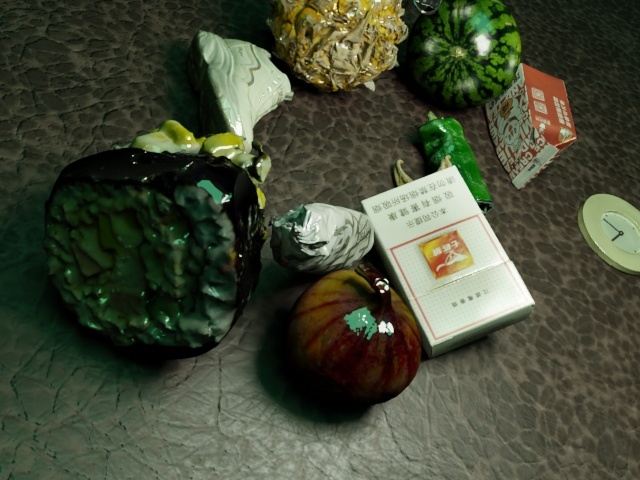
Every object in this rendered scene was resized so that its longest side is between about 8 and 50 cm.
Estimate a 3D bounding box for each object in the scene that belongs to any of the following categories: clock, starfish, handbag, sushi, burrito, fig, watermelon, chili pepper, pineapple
[{"bbox_3d":[0.749,-0.016,1.746,0.235,0.029,0.235,12,52,-16],"label":"clock"},{"bbox_3d":[0.245,-0.097,1.505,0.050,0.138,0.247,42,27,-62],"label":"starfish"},{"bbox_3d":[0.240,-0.573,1.621,0.115,0.072,0.139,20,58,-14],"label":"handbag"},{"bbox_3d":[-0.226,-0.012,1.098,0.328,0.328,0.285,-3,22,16],"label":"sushi"},{"bbox_3d":[0.000,0.000,1.166,0.101,0.139,0.445,47,10,11],"label":"burrito"},{"bbox_3d":[0.055,0.160,1.160,0.235,0.214,0.234,9,74,-33],"label":"fig"},{"bbox_3d":[0.356,-0.472,1.733,0.285,0.285,0.285,13,50,-16],"label":"watermelon"},{"bbox_3d":[0.300,-0.186,1.610,0.136,0.099,0.270,-9,62,-18],"label":"chili pepper"},{"bbox_3d":[0.044,-0.513,1.583,0.353,0.352,0.300,6,52,-22],"label":"pineapple"},{"bbox_3d":[0.529,-0.276,1.752,0.151,0.171,0.298,16,53,-19],"label":"handbag"}]

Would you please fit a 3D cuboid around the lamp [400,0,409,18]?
[{"bbox_3d":[0.197,-0.652,1.769,0.090,0.325,0.089,0,55,-25],"label":"lamp"}]

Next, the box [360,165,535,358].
[{"bbox_3d":[0.238,0.037,1.354,0.210,0.095,0.330,-21,64,-5],"label":"box"}]

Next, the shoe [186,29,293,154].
[{"bbox_3d":[-0.150,-0.309,1.464,0.211,0.132,0.342,-1,52,-23],"label":"shoe"}]
